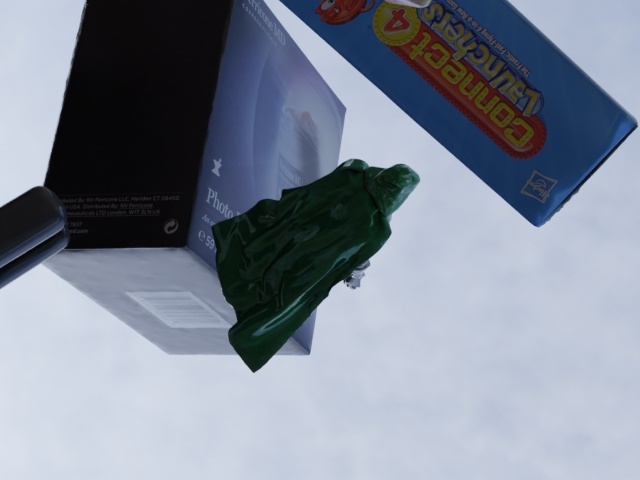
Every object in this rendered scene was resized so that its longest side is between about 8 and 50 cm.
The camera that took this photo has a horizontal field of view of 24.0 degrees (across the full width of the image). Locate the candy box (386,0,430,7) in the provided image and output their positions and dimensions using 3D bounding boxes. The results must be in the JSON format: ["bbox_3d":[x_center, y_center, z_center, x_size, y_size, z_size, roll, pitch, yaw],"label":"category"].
[{"bbox_3d":[0.017,-0.254,0.562,0.183,0.087,0.316,20,-94,51],"label":"candy box"}]

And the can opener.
[{"bbox_3d":[-0.320,0.067,1.252,0.283,0.076,0.095,-34,-108,-19],"label":"can opener"}]

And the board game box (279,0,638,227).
[{"bbox_3d":[0.030,-0.174,0.962,0.086,0.308,0.302,-47,-165,10],"label":"board game box"}]

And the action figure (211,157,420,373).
[{"bbox_3d":[0.000,0.000,1.212,0.232,0.063,0.137,-37,-113,45],"label":"action figure"}]

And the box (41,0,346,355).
[{"bbox_3d":[-0.118,-0.069,1.505,0.182,0.296,0.294,-2,-113,23],"label":"box"}]
